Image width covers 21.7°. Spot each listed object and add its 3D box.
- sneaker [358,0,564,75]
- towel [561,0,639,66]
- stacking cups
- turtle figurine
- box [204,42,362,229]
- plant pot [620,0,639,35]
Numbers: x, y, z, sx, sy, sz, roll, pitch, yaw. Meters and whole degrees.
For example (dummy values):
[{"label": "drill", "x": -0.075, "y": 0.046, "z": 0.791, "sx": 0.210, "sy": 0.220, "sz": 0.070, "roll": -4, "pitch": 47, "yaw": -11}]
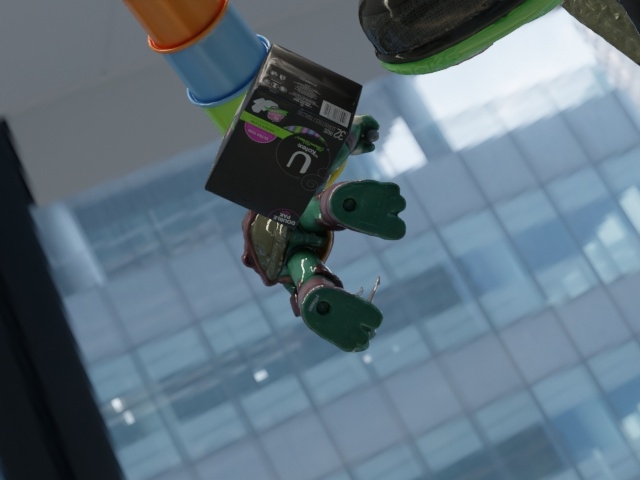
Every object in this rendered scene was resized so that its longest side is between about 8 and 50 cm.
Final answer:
[{"label": "sneaker", "x": 0.133, "y": -0.333, "z": 1.069, "sx": 0.202, "sy": 0.185, "sz": 0.483, "roll": 20, "pitch": -70, "yaw": -20}, {"label": "towel", "x": 0.411, "y": -0.299, "z": 1.683, "sx": 0.056, "sy": 0.324, "sz": 0.312, "roll": -25, "pitch": -30, "yaw": -53}, {"label": "stacking cups", "x": -0.094, "y": -0.165, "z": 1.398, "sx": 0.096, "sy": 0.096, "sz": 0.316, "roll": -32, "pitch": -57, "yaw": 9}, {"label": "turtle figurine", "x": 0.000, "y": 0.000, "z": 1.221, "sx": 0.118, "sy": 0.175, "sz": 0.234, "roll": -4, "pitch": 9, "yaw": -9}, {"label": "box", "x": -0.022, "y": -0.060, "z": 0.981, "sx": 0.083, "sy": 0.062, "sz": 0.052, "roll": -59, "pitch": 10, "yaw": 38}, {"label": "plant pot", "x": 0.229, "y": -0.188, "z": 0.824, "sx": 0.167, "sy": 0.187, "sz": 0.188, "roll": -15, "pitch": -26, "yaw": -18}]
